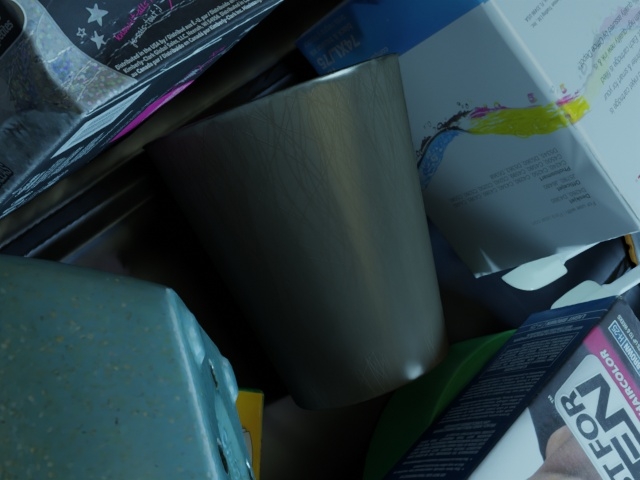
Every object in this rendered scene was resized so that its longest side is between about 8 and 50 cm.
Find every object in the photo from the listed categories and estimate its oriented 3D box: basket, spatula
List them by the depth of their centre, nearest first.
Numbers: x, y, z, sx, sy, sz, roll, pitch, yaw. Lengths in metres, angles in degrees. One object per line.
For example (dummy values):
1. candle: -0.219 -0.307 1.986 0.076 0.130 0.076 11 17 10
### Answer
1. basket: 0.000 0.000 0.718 0.204 0.154 0.227 -20 96 -2
2. spatula: 0.257 -0.001 0.933 0.242 0.019 0.168 -25 55 -37

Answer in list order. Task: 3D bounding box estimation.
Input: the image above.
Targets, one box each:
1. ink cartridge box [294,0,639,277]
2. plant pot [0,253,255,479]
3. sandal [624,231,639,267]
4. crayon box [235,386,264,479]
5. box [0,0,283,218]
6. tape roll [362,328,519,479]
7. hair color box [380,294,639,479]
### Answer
1. ink cartridge box: 0.164 -0.144 0.796 0.270 0.197 0.198 52 55 -11
2. plant pot: -0.154 0.137 0.426 0.252 0.247 0.248 -17 71 -2
3. sandal: 0.381 -0.041 1.037 0.102 0.076 0.265 -23 91 -37
4. crayon box: -0.131 0.227 0.604 0.165 0.081 0.278 13 70 -32
5. box: -0.170 -0.123 0.573 0.163 0.247 0.142 -41 99 -36
6. tape roll: 0.184 0.240 0.822 0.321 0.077 0.321 10 72 -33
7. hair color box: 0.147 0.209 0.693 0.347 0.105 0.174 -39 99 -35
